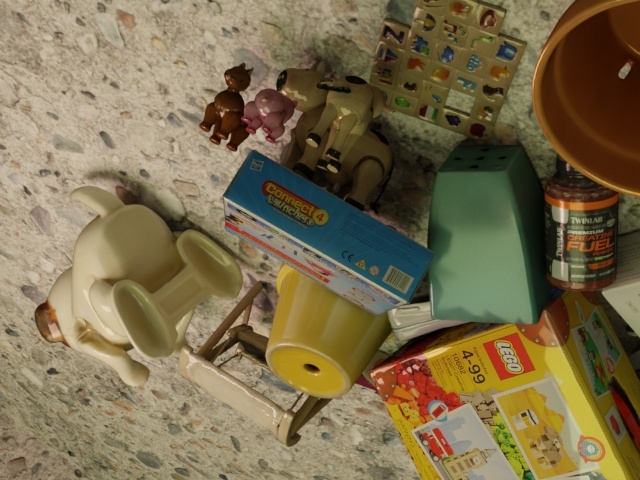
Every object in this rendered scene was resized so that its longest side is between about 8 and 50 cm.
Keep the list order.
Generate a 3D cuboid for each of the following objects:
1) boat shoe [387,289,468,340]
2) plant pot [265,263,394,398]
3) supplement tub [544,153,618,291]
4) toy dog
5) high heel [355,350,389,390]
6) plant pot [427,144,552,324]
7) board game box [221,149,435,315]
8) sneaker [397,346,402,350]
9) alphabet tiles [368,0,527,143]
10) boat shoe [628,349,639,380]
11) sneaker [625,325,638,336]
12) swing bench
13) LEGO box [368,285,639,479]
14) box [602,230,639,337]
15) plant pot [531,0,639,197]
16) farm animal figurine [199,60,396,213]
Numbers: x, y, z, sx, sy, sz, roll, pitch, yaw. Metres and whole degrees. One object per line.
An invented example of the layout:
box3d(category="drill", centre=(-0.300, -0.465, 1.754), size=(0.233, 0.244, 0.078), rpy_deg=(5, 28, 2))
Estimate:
box3d(category="boat shoe", centre=(0.220, 0.103, 1.632), size=(0.226, 0.083, 0.075), rpy_deg=(-22, 101, 9))
box3d(category="plant pot", centre=(0.020, 0.146, 1.732), size=(0.254, 0.239, 0.254), rpy_deg=(16, 143, 12))
box3d(category="supplement tub", centre=(0.377, -0.032, 1.377), size=(0.106, 0.106, 0.197), rpy_deg=(5, 115, 26))
box3d(category="toy dog", centre=(-0.428, 0.114, 1.936), size=(0.395, 0.284, 0.408), rpy_deg=(44, 141, -10))
box3d(category="high heel", centre=(0.078, 0.281, 1.991), size=(0.244, 0.082, 0.117), rpy_deg=(21, 143, 8))
box3d(category="plant pot", centre=(0.252, -0.018, 1.439), size=(0.166, 0.165, 0.234), rpy_deg=(0, 117, 25))
box3d(category="board game box", centre=(0.000, 0.000, 1.492), size=(0.308, 0.086, 0.302), rpy_deg=(30, 171, -1))
box3d(category="sneaker", centre=(0.246, 0.289, 1.843), size=(0.256, 0.151, 0.094), rpy_deg=(-1, 134, 30))
box3d(category="alphabet tiles", centre=(0.175, -0.252, 1.346), size=(0.198, 0.009, 0.237), rpy_deg=(21, 143, 7))
box3d(category="boat shoe", centre=(0.587, 0.235, 1.623), size=(0.102, 0.108, 0.301), rpy_deg=(15, 144, -44))
box3d(category="sneaker", centre=(0.555, 0.142, 1.579), size=(0.040, 0.043, 0.109), rpy_deg=(6, 171, -33))
box3d(category="swing bench", centre=(-0.107, 0.257, 1.872), size=(0.253, 0.255, 0.165), rpy_deg=(31, 135, 17))
box3d(category="LEGO box", centre=(0.370, 0.360, 1.615), size=(0.373, 0.193, 0.500), rpy_deg=(-26, 92, 38))
box3d(category="box", centre=(0.551, 0.070, 1.418), size=(0.181, 0.119, 0.182), rpy_deg=(-21, 124, 45))
box3d(category="plant pot", centre=(0.407, -0.216, 1.085), size=(0.291, 0.203, 0.290), rpy_deg=(16, 143, 13))
box3d(category="farm animal figurine", centre=(0.005, -0.171, 1.405), size=(0.330, 0.172, 0.327), rpy_deg=(17, 164, 46))
